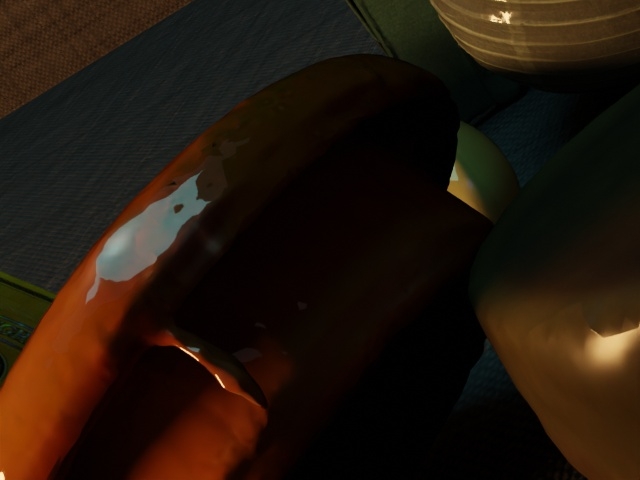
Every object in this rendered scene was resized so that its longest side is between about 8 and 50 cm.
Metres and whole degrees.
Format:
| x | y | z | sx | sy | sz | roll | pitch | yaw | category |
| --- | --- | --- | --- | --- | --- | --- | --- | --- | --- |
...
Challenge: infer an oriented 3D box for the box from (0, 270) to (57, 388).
| x | y | z | sx | sy | sz | roll | pitch | yaw | category |
| --- | --- | --- | --- | --- | --- | --- | --- | --- | --- |
| -0.259 | 0.135 | 1.240 | 0.193 | 0.084 | 0.301 | 22 | 35 | 18 | box |

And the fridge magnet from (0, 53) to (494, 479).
| x | y | z | sx | sy | sz | roll | pitch | yaw | category |
| --- | --- | --- | --- | --- | --- | --- | --- | --- | --- |
| -0.038 | 0.075 | 0.903 | 0.363 | 0.155 | 0.363 | -49 | -17 | -21 | fridge magnet |

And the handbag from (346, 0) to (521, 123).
| x | y | z | sx | sy | sz | roll | pitch | yaw | category |
| --- | --- | --- | --- | --- | --- | --- | --- | --- | --- |
| 0.126 | -0.261 | 1.481 | 0.269 | 0.274 | 0.100 | -39 | 24 | 0 | handbag |

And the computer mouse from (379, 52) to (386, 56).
| x | y | z | sx | sy | sz | roll | pitch | yaw | category |
| --- | --- | --- | --- | --- | --- | --- | --- | --- | --- |
| 0.052 | -0.123 | 1.608 | 0.231 | 0.079 | 0.128 | -25 | 15 | -22 | computer mouse |

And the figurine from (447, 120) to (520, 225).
| x | y | z | sx | sy | sz | roll | pitch | yaw | category |
| --- | --- | --- | --- | --- | --- | --- | --- | --- | --- |
| 0.000 | 0.000 | 1.284 | 0.324 | 0.124 | 0.222 | -8 | 31 | 50 | figurine |

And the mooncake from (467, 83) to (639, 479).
| x | y | z | sx | sy | sz | roll | pitch | yaw | category |
| --- | --- | --- | --- | --- | --- | --- | --- | --- | --- |
| 0.214 | 0.004 | 0.783 | 0.284 | 0.155 | 0.284 | -35 | 17 | 12 | mooncake |

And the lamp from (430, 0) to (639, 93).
| x | y | z | sx | sy | sz | roll | pitch | yaw | category |
| --- | --- | --- | --- | --- | --- | --- | --- | --- | --- |
| 0.198 | -0.218 | 1.324 | 0.233 | 0.233 | 0.265 | -14 | 31 | 51 | lamp |
